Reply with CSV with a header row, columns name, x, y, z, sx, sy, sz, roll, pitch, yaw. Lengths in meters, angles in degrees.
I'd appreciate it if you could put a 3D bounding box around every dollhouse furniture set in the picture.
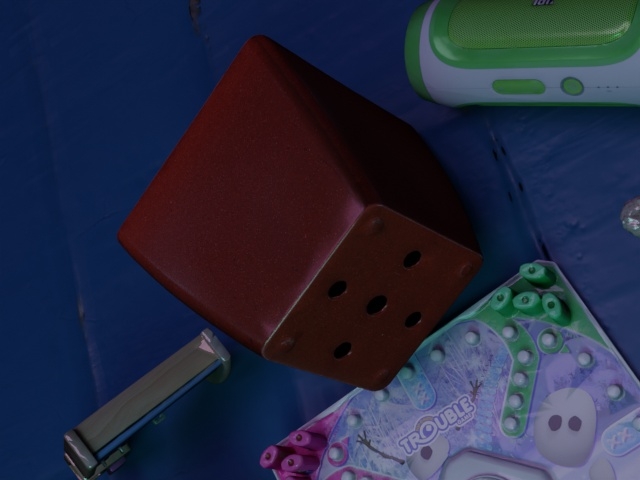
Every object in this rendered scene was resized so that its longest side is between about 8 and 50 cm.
name,x,y,z,sx,sy,sz,roll,pitch,yaw
dollhouse furniture set,-0.135,0.305,1.161,0.198,0.286,0.303,-36,84,-22

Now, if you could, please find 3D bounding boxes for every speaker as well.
name,x,y,z,sx,sy,sz,roll,pitch,yaw
speaker,0.239,-0.196,0.985,0.297,0.131,0.131,6,83,35

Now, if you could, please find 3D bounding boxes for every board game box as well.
name,x,y,z,sx,sy,sz,roll,pitch,yaw
board game box,0.164,0.272,0.953,0.390,0.050,0.390,-38,61,15

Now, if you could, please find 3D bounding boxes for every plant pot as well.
name,x,y,z,sx,sy,sz,roll,pitch,yaw
plant pot,0.000,0.000,0.992,0.267,0.267,0.236,-53,44,14

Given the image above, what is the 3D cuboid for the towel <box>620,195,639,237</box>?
name,x,y,z,sx,sy,sz,roll,pitch,yaw
towel,0.406,-0.011,0.793,0.282,0.187,0.049,3,86,34
